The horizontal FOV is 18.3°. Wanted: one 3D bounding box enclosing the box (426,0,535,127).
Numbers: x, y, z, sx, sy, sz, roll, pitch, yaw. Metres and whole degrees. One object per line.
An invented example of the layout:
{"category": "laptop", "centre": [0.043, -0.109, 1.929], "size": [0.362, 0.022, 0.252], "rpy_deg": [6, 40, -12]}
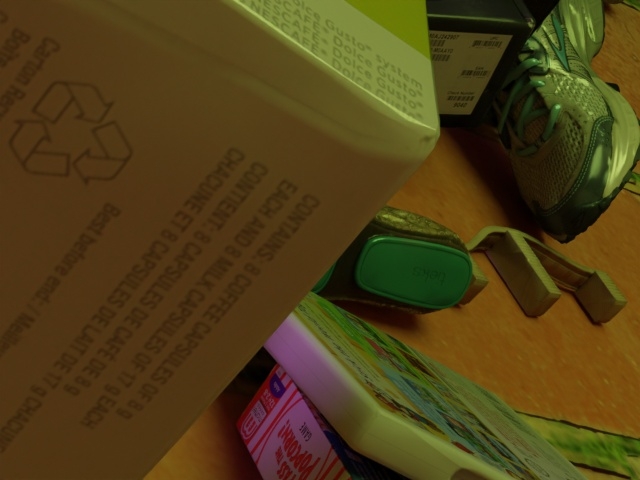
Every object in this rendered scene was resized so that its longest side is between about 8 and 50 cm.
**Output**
{"category": "box", "centre": [-0.114, -0.202, 1.121], "size": [0.395, 0.097, 0.318], "rpy_deg": [0, 45, -29]}

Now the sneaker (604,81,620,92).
{"category": "sneaker", "centre": [0.176, -0.165, 1.608], "size": [0.067, 0.078, 0.188], "rpy_deg": [-2, 50, -55]}

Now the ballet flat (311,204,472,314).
{"category": "ballet flat", "centre": [0.000, 0.000, 1.152], "size": [0.206, 0.073, 0.067], "rpy_deg": [20, 6, -43]}

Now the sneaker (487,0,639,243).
{"category": "sneaker", "centre": [0.144, -0.113, 1.446], "size": [0.122, 0.110, 0.283], "rpy_deg": [25, 35, -27]}

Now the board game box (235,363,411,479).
{"category": "board game box", "centre": [0.062, 0.145, 0.974], "size": [0.193, 0.045, 0.147], "rpy_deg": [30, 10, -23]}

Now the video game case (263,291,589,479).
{"category": "video game case", "centre": [0.057, 0.091, 1.016], "size": [0.206, 0.026, 0.227], "rpy_deg": [30, 7, -28]}

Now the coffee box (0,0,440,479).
{"category": "coffee box", "centre": [-0.195, -0.091, 0.687], "size": [0.338, 0.337, 0.334], "rpy_deg": [32, 28, -20]}

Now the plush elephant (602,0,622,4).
{"category": "plush elephant", "centre": [0.399, -0.368, 2.003], "size": [0.255, 0.272, 0.330], "rpy_deg": [23, 28, -26]}

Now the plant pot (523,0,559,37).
{"category": "plant pot", "centre": [0.063, -0.210, 1.348], "size": [0.187, 0.167, 0.188], "rpy_deg": [20, 58, -39]}

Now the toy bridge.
{"category": "toy bridge", "centre": [0.137, 0.020, 1.335], "size": [0.188, 0.026, 0.063], "rpy_deg": [9, 41, -49]}
